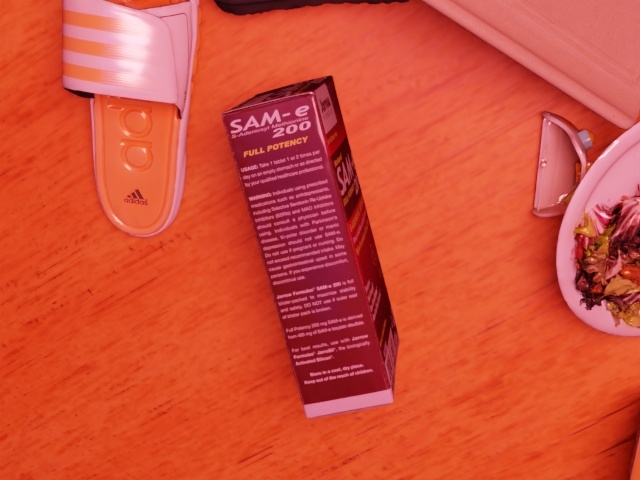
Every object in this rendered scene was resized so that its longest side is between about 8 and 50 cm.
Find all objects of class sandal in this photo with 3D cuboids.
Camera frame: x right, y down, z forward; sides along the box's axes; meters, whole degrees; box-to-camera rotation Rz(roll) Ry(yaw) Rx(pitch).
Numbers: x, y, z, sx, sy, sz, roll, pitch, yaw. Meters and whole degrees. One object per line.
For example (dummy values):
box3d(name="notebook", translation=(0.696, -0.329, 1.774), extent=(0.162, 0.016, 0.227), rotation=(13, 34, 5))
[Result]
box3d(name="sandal", translation=(-0.149, -0.112, 0.688), extent=(0.102, 0.076, 0.265), rotation=(5, 116, 7))

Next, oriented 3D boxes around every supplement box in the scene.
box3d(name="supplement box", translation=(0.000, 0.000, 0.690), extent=(0.073, 0.130, 0.239), rotation=(-13, 104, 10))

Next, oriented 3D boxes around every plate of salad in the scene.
box3d(name="plate of salad", translation=(0.271, -0.007, 0.661), extent=(0.200, 0.048, 0.199), rotation=(-8, 120, -15))

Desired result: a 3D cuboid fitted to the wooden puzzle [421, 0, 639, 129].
box3d(name="wooden puzzle", translation=(0.181, -0.226, 0.599), extent=(0.221, 0.044, 0.238), rotation=(27, 90, -21))

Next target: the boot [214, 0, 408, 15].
box3d(name="boot", translation=(0.000, -0.239, 0.580), extent=(0.247, 0.207, 0.094), rotation=(-8, 76, 12))

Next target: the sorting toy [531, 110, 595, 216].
box3d(name="sorting toy", translation=(0.191, -0.053, 0.677), extent=(0.045, 0.075, 0.083), rotation=(4, 106, 7))

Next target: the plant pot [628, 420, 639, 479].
box3d(name="plant pot", translation=(0.334, 0.201, 0.675), extent=(0.188, 0.205, 0.205), rotation=(13, 107, 20))
